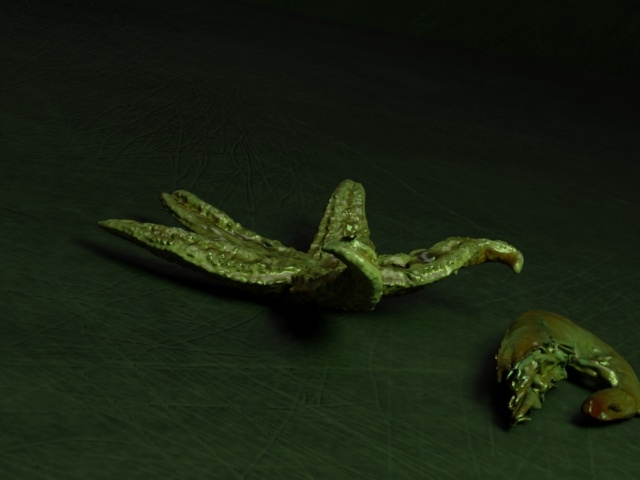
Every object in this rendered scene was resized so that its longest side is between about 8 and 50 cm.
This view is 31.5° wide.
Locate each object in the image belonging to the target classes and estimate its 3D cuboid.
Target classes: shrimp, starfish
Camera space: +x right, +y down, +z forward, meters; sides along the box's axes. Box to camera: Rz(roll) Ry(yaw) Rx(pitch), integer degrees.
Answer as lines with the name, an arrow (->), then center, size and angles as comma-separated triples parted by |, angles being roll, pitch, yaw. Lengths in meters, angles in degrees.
shrimp -> 0.208, 0.116, 0.954 | 0.133, 0.053, 0.236 | 41, 21, 12
starfish -> 0.000, 0.011, 0.995 | 0.375, 0.094, 0.327 | 1, 12, -18
